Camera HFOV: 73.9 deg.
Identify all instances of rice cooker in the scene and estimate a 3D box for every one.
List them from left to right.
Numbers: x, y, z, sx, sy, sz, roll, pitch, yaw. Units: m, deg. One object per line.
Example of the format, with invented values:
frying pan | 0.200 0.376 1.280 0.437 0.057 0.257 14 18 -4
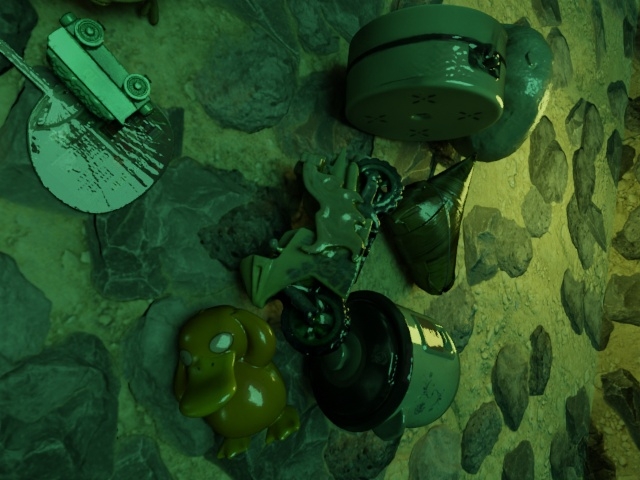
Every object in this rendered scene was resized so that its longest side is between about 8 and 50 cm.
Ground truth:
rice cooker | 0.124 0.248 0.876 0.316 0.264 0.317 33 36 -28

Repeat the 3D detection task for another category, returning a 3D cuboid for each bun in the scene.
bun | 0.431 -0.387 1.112 0.194 0.354 0.355 8 83 -15

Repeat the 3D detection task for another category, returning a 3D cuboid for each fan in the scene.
fan | -0.353 -0.196 0.676 0.223 0.012 0.295 -24 103 -36

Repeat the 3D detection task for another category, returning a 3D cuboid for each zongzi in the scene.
zongzi | 0.324 -0.046 1.074 0.299 0.138 0.286 -35 111 -12

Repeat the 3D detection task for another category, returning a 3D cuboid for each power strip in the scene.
power strip | 0.229 -0.341 0.910 0.357 0.357 0.162 7 85 -37

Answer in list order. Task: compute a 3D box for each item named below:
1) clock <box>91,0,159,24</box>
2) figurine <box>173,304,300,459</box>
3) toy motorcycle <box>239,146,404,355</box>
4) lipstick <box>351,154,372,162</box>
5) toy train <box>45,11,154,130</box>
clock | -0.279 -0.450 0.592 0.235 0.308 0.096 -40 75 1
figurine | -0.151 0.236 0.731 0.215 0.215 0.228 -54 133 -26
toy motorcycle | 0.000 0.000 0.818 0.236 0.169 0.411 24 73 5
lipstick | 0.065 -0.066 0.963 0.059 0.059 0.264 27 72 -34
toy train | -0.336 -0.252 0.647 0.099 0.070 0.172 -49 116 -20
